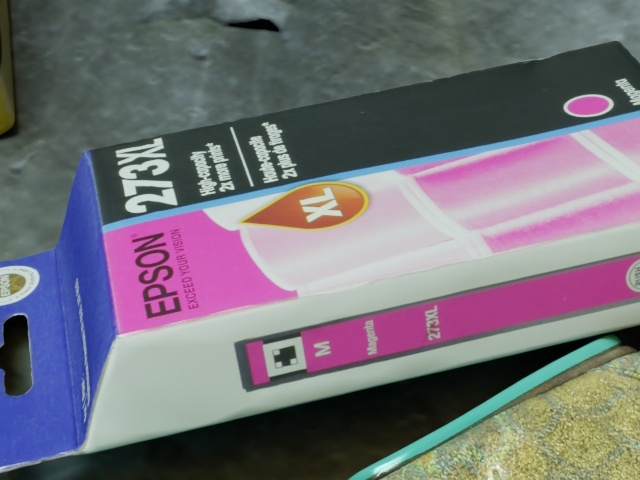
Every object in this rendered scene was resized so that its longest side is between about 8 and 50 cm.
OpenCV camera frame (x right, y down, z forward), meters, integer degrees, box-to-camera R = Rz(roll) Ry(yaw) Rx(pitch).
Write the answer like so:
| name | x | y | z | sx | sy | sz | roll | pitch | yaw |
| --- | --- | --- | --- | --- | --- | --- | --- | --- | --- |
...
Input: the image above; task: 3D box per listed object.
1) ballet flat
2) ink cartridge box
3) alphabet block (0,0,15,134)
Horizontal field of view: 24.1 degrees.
| name | x | y | z | sx | sy | sz | roll | pitch | yaw |
| --- | --- | --- | --- | --- | --- | --- | --- | --- | --- |
| ballet flat | 0.013 | 0.152 | 0.632 | 0.348 | 0.123 | 0.123 | -22 | 63 | -13 |
| ink cartridge box | 0.000 | 0.000 | 0.705 | 0.371 | 0.069 | 0.176 | -14 | 32 | -5 |
| alphabet block | -0.271 | -0.172 | 0.773 | 0.193 | 0.192 | 0.197 | -9 | 59 | -2 |
